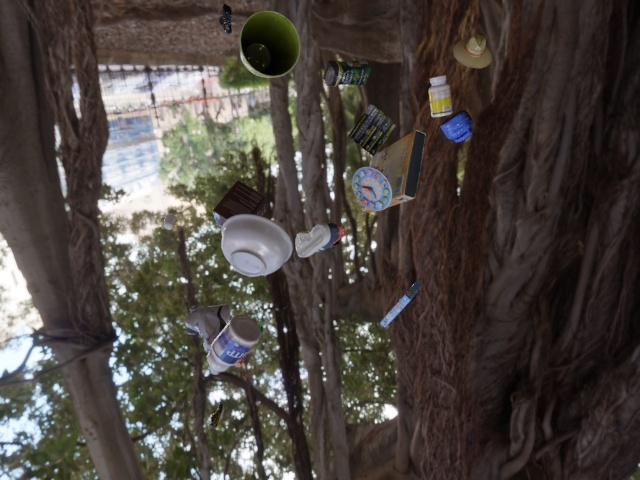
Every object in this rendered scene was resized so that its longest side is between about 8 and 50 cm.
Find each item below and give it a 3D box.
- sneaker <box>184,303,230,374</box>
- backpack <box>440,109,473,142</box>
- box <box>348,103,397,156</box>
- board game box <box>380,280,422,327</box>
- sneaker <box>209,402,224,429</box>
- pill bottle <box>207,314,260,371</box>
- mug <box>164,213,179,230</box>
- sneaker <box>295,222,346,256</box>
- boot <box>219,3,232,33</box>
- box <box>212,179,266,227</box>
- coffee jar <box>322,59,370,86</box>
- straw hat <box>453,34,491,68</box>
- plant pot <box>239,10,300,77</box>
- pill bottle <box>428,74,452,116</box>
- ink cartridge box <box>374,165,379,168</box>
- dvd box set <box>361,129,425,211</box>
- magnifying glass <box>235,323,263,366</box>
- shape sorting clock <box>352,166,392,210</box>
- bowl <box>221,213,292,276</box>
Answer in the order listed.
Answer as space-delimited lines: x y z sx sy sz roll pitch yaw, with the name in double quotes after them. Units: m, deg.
-0.558 0.472 2.100 0.210 0.137 0.366 5 -129 -9 "sneaker"
0.487 -0.401 1.520 0.098 0.101 0.120 -37 177 33 "backpack"
0.252 -0.528 2.081 0.184 0.190 0.045 24 -164 -44 "box"
0.375 0.296 2.004 0.039 0.211 0.160 41 -145 12 "board game box"
-0.333 0.564 1.388 0.035 0.031 0.083 20 -135 -18 "sneaker"
-0.287 0.338 1.400 0.112 0.186 0.112 31 -152 -18 "pill bottle"
-0.758 -0.087 2.194 0.078 0.062 0.064 19 -131 -15 "mug"
0.000 0.000 2.064 0.148 0.131 0.350 -6 173 -29 "sneaker"
-0.407 -0.964 1.855 0.045 0.099 0.121 -13 -121 -17 "boot"
-0.381 -0.142 2.068 0.167 0.168 0.203 31 -110 5 "box"
0.102 -0.668 1.723 0.184 0.096 0.079 -11 -124 -24 "coffee jar"
0.518 -0.649 1.440 0.144 0.061 0.144 3 -118 -5 "straw hat"
-0.267 -0.886 2.030 0.275 0.275 0.293 -12 -166 -18 "plant pot"
0.369 -0.445 1.331 0.065 0.116 0.065 -10 -162 3 "pill bottle"
0.232 -0.296 1.997 0.063 0.029 0.115 -22 165 -29 "ink cartridge box"
0.336 -0.311 2.049 0.062 0.307 0.420 15 169 -18 "dvd box set"
-0.292 0.421 1.744 0.092 0.026 0.231 -29 -163 25 "magnifying glass"
0.221 -0.222 1.876 0.206 0.206 0.040 14 -140 42 "shape sorting clock"
-0.267 0.047 1.690 0.298 0.298 0.134 1 -134 17 "bowl"
